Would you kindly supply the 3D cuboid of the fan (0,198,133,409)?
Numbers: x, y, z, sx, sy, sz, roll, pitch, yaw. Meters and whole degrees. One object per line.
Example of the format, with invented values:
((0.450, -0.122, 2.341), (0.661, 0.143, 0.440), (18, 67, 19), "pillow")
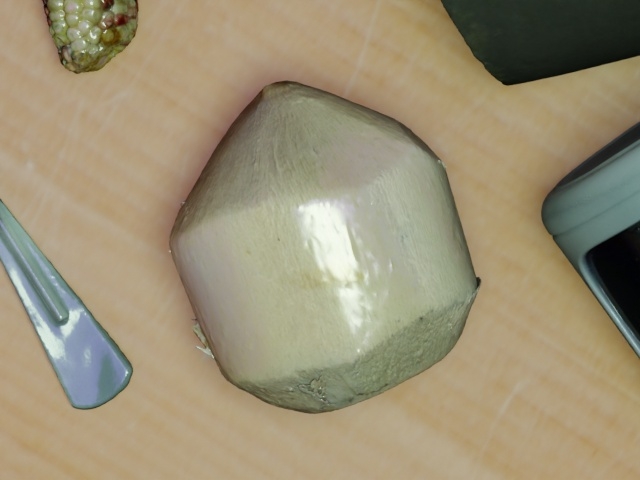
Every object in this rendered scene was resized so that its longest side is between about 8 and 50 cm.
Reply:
((-0.241, 0.007, 1.386), (0.057, 0.023, 0.282), (-34, 90, 5), "fan")

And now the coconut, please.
((0.000, 0.000, 1.313), (0.224, 0.224, 0.234), (-29, 91, -4), "coconut")

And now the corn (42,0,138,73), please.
((-0.185, -0.254, 1.370), (0.086, 0.086, 0.253), (-10, 89, -4), "corn")

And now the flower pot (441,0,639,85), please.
((0.165, -0.223, 1.331), (0.166, 0.269, 0.269), (-28, 89, 19), "flower pot")

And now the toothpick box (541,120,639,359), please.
((0.356, 0.049, 1.323), (0.263, 0.263, 0.354), (-34, 90, -4), "toothpick box")
